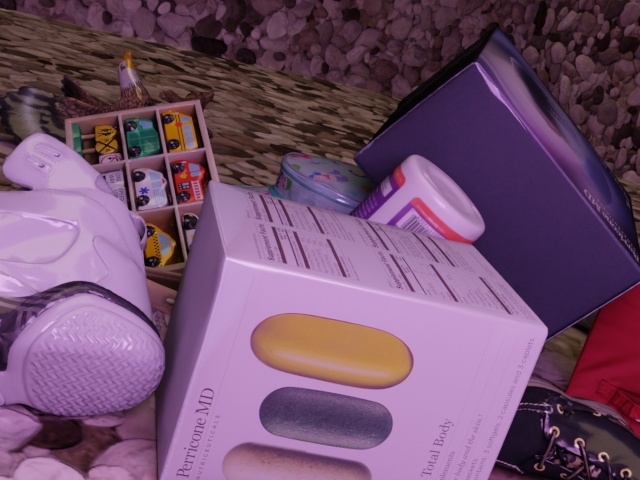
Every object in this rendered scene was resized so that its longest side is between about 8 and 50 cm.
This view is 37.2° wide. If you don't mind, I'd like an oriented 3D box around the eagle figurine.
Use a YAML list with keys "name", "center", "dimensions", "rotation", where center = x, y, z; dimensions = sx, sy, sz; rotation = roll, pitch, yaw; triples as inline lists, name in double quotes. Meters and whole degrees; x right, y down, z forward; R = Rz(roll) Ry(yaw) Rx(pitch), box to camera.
- name: "eagle figurine"
  center: [-0.327, -0.194, 1.538]
  dimensions: [0.298, 0.225, 0.226]
  rotation: [-8, -35, 17]

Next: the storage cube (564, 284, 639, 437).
- name: "storage cube"
  center: [0.441, 0.139, 1.131]
  dimensions: [0.215, 0.193, 0.184]
  rotation: [2, 22, -46]

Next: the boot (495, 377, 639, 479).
- name: "boot"
  center: [0.251, 0.211, 0.875]
  dimensions: [0.236, 0.085, 0.178]
  rotation: [15, 16, -33]

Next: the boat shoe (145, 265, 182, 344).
- name: "boat shoe"
  center: [-0.087, 0.078, 0.973]
  dimensions: [0.285, 0.089, 0.104]
  rotation: [4, 20, -40]

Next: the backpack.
- name: "backpack"
  center: [0.000, 0.000, 1.175]
  dimensions: [0.254, 0.191, 0.225]
  rotation: [3, 22, -26]

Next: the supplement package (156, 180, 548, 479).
- name: "supplement package"
  center: [0.011, 0.096, 0.816]
  dimensions: [0.263, 0.199, 0.198]
  rotation: [14, 17, -15]

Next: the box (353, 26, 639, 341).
- name: "box"
  center: [0.222, -0.070, 1.127]
  dimensions: [0.296, 0.183, 0.294]
  rotation: [50, 24, -6]

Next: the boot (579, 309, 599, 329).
- name: "boot"
  center: [0.446, 0.120, 1.367]
  dimensions: [0.258, 0.095, 0.123]
  rotation: [29, 13, 32]

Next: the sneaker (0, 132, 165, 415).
- name: "sneaker"
  center: [-0.303, 0.011, 0.774]
  dimensions: [0.366, 0.137, 0.210]
  rotation: [16, 43, -23]

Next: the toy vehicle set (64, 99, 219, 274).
- name: "toy vehicle set"
  center: [-0.198, -0.052, 1.083]
  dimensions: [0.166, 0.035, 0.266]
  rotation: [-11, 50, -9]

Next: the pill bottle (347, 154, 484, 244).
- name: "pill bottle"
  center: [0.063, 0.014, 0.972]
  dimensions: [0.108, 0.193, 0.108]
  rotation: [39, 21, -18]

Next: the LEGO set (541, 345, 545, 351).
- name: "LEGO set"
  center: [0.265, 0.131, 1.295]
  dimensions: [0.083, 0.023, 0.054]
  rotation: [36, 23, 14]
